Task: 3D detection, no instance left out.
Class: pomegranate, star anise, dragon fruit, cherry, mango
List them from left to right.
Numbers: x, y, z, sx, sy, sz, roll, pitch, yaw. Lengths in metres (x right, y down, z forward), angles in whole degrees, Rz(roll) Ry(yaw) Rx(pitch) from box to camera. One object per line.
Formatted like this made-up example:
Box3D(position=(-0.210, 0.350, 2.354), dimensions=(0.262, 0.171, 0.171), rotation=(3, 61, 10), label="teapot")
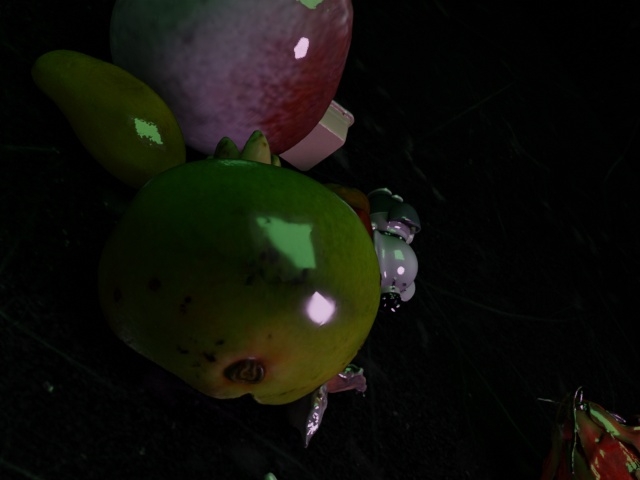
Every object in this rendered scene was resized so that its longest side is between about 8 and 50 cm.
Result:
Box3D(position=(-0.259, -0.156, 1.303), dimensions=(0.227, 0.099, 0.136), rotation=(42, 34, 5), label="mango")
Box3D(position=(-0.123, -0.279, 1.432), dimensions=(0.326, 0.335, 0.291), rotation=(23, 46, 1), label="cherry")
Box3D(position=(-0.076, -0.002, 1.170), dimensions=(0.310, 0.216, 0.358), rotation=(16, 46, -19), label="pomegranate")
Box3D(position=(-0.026, 0.148, 1.283), dimensions=(0.172, 0.063, 0.208), rotation=(51, 27, 7), label="star anise")
Box3D(position=(0.399, 0.337, 1.500), dimensions=(0.293, 0.234, 0.234), rotation=(54, 27, 1), label="dragon fruit")

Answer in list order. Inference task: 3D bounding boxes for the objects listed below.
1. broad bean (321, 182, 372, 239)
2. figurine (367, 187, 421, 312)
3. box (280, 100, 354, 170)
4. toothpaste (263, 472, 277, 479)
Box3D(position=(0.002, 0.003, 1.415), dimensions=(0.122, 0.156, 0.228), rotation=(21, 21, 18), label="broad bean")
Box3D(position=(0.094, 0.018, 1.567), dimensions=(0.147, 0.126, 0.192), rotation=(34, 46, -45), label="figurine")
Box3D(position=(-0.016, -0.168, 1.647), dimensions=(0.089, 0.122, 0.062), rotation=(33, 42, -28), label="box")
Box3D(position=(-0.010, 0.334, 1.102), dimensions=(0.057, 0.035, 0.197), rotation=(-11, 66, -50), label="toothpaste")
